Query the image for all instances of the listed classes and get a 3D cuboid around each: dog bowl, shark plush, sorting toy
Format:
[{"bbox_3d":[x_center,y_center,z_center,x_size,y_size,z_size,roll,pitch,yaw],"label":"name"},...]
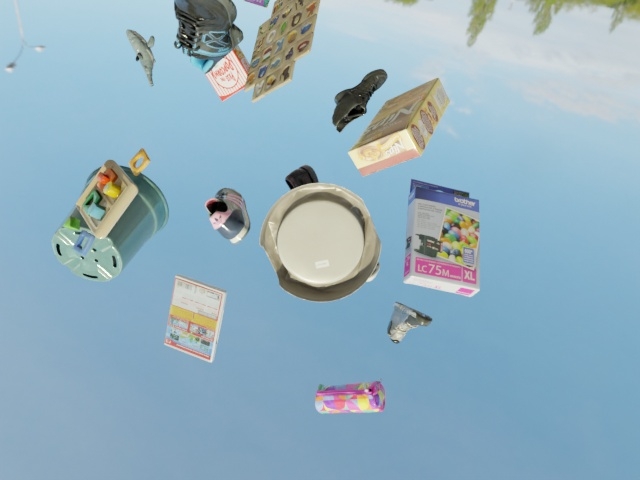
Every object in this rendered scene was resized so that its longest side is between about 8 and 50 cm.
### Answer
[{"bbox_3d":[0.000,0.000,1.492,0.348,0.349,0.102,7,-167,-1],"label":"dog bowl"},{"bbox_3d":[-0.529,-0.534,1.500,0.073,0.161,0.067,-2,-171,18],"label":"shark plush"},{"bbox_3d":[-0.611,-0.126,1.427,0.196,0.348,0.047,39,-177,38],"label":"sorting toy"}]

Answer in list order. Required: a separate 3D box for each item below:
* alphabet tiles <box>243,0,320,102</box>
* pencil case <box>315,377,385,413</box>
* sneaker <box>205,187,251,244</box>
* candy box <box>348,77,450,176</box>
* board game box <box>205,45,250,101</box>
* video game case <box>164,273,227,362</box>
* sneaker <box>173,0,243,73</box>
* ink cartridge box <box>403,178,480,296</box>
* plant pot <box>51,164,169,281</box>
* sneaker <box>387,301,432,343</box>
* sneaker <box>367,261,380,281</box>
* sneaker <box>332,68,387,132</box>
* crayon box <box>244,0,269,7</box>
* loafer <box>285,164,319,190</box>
[{"bbox_3d":[-0.102,-0.543,1.368,0.011,0.342,0.285,24,157,-37],"label":"alphabet tiles"},{"bbox_3d":[0.095,0.503,1.639,0.236,0.104,0.104,-15,-157,28],"label":"pencil case"},{"bbox_3d":[-0.317,-0.114,1.654,0.131,0.112,0.319,40,-173,-33],"label":"sneaker"},{"bbox_3d":[0.220,-0.312,1.386,0.183,0.087,0.316,-16,-152,39],"label":"candy box"},{"bbox_3d":[-0.308,-0.564,1.623,0.146,0.193,0.045,-19,-158,36],"label":"board game box"},{"bbox_3d":[-0.457,0.284,1.857,0.204,0.285,0.025,17,-164,12],"label":"video game case"},{"bbox_3d":[-0.258,-0.468,1.114,0.125,0.140,0.341,37,-179,4],"label":"sneaker"},{"bbox_3d":[0.319,-0.023,1.328,0.185,0.065,0.311,12,-118,-8],"label":"ink cartridge box"},{"bbox_3d":[-0.787,-0.047,1.891,0.341,0.341,0.334,9,-140,2],"label":"plant pot"},{"bbox_3d":[0.288,0.290,1.696,0.086,0.132,0.228,25,178,-12],"label":"sneaker"},{"bbox_3d":[0.178,0.115,2.120,0.110,0.118,0.292,8,-161,-5],"label":"sneaker"},{"bbox_3d":[0.096,-0.334,1.214,0.170,0.051,0.089,-29,-126,8],"label":"sneaker"},{"bbox_3d":[-0.216,-1.095,1.845,0.106,0.363,0.313,1,-134,-33],"label":"crayon box"},{"bbox_3d":[-0.036,-0.084,1.618,0.095,0.302,0.109,-28,-160,-31],"label":"loafer"}]
